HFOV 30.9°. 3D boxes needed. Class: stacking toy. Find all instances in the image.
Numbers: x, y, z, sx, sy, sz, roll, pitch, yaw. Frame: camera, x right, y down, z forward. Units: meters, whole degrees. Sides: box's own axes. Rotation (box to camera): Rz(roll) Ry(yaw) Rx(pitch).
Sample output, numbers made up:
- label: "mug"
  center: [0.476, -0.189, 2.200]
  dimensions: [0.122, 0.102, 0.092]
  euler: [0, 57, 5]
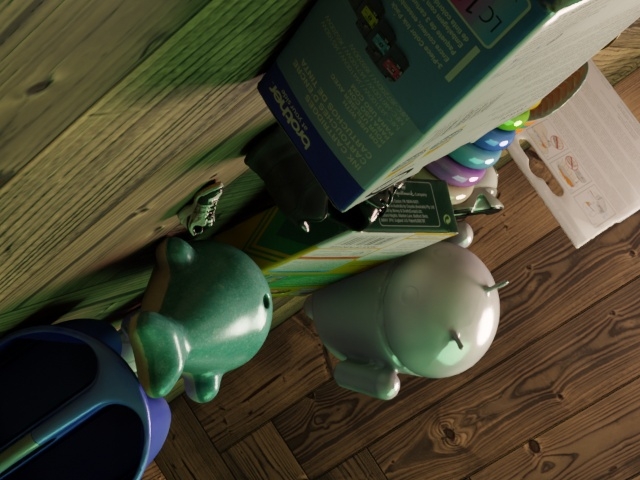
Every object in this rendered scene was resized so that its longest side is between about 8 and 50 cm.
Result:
- label: "stacking toy"
  center: [0.244, -0.196, 1.570]
  dimensions: [0.330, 0.141, 0.141]
  euler: [-46, 168, 36]

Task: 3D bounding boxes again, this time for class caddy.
- label: "caddy"
  center: [-0.350, 0.243, 1.409]
  dimensions: [0.341, 0.241, 0.179]
  euler: [-35, 180, 12]

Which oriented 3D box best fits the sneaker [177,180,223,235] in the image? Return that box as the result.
- label: "sneaker"
  center: [-0.128, -0.036, 1.313]
  dimensions: [0.032, 0.037, 0.083]
  euler: [-25, 168, -44]

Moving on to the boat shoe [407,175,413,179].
- label: "boat shoe"
  center: [0.133, -0.156, 1.472]
  dimensions: [0.109, 0.091, 0.305]
  euler: [-31, 174, -28]

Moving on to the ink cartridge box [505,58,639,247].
- label: "ink cartridge box"
  center: [0.450, -0.157, 2.093]
  dimensions: [0.385, 0.308, 0.091]
  euler: [-28, 170, -42]

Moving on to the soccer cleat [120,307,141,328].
- label: "soccer cleat"
  center: [-0.238, 0.118, 1.834]
  dimensions: [0.196, 0.076, 0.068]
  euler: [-10, 125, -40]

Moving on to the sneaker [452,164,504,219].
- label: "sneaker"
  center: [0.104, -0.093, 1.761]
  dimensions: [0.330, 0.146, 0.122]
  euler: [-8, 174, -7]

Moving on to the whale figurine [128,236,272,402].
- label: "whale figurine"
  center: [-0.144, 0.097, 1.427]
  dimensions: [0.141, 0.216, 0.272]
  euler: [-7, -169, 14]

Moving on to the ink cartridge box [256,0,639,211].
- label: "ink cartridge box"
  center: [0.126, -0.181, 0.968]
  dimensions: [0.270, 0.151, 0.395]
  euler: [-29, 171, -32]

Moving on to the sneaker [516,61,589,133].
- label: "sneaker"
  center: [0.287, -0.214, 1.822]
  dimensions: [0.302, 0.108, 0.121]
  euler: [-31, -179, 22]

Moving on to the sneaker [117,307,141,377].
- label: "sneaker"
  center: [-0.235, 0.123, 1.712]
  dimensions: [0.292, 0.118, 0.110]
  euler: [-25, -152, -14]

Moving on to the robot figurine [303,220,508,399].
- label: "robot figurine"
  center: [0.126, 0.098, 1.736]
  dimensions: [0.353, 0.200, 0.300]
  euler: [2, -118, 55]

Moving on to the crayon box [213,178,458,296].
- label: "crayon box"
  center: [0.000, 0.000, 1.593]
  dimensions: [0.203, 0.083, 0.323]
  euler: [0, 162, -42]

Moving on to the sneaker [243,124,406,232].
- label: "sneaker"
  center: [0.049, -0.078, 1.312]
  dimensions: [0.286, 0.130, 0.109]
  euler: [-17, 163, -36]

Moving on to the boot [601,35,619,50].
- label: "boot"
  center: [0.471, -0.363, 1.726]
  dimensions: [0.152, 0.073, 0.197]
  euler: [-35, 178, -27]
